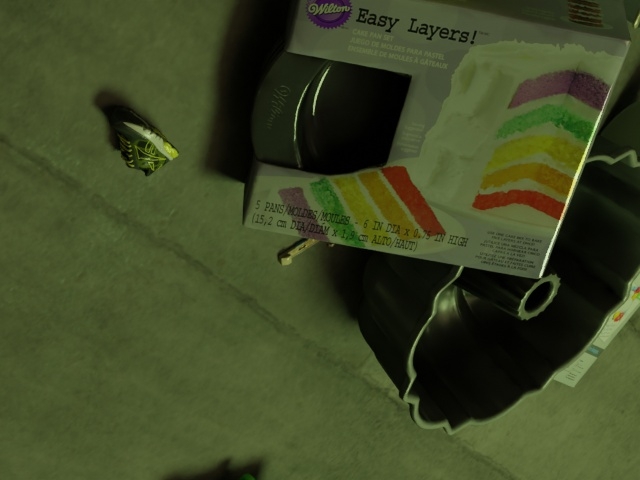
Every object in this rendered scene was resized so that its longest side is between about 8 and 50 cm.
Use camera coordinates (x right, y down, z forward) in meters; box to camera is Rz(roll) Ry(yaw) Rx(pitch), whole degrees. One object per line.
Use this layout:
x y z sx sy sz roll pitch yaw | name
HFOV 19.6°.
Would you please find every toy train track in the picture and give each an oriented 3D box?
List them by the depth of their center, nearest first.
0.000 0.000 1.634 0.083 0.014 0.048 -31 145 -23 | toy train track

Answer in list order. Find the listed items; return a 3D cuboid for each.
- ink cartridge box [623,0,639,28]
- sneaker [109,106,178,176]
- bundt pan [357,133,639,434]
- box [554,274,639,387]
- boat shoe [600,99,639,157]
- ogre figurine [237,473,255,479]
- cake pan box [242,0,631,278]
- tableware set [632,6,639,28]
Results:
0.360 -0.283 1.668 0.219 0.092 0.160 -11 134 -41 | ink cartridge box
-0.136 -0.070 1.380 0.035 0.031 0.083 -48 148 3 | sneaker
0.165 0.019 1.747 0.331 0.124 0.331 -31 144 -25 | bundt pan
0.298 0.070 2.041 0.186 0.038 0.145 -53 148 7 | box
0.314 -0.060 1.889 0.081 0.079 0.227 -17 144 -49 | boat shoe
-0.087 0.291 1.787 0.197 0.097 0.118 15 133 -39 | ogre figurine
0.079 -0.099 1.444 0.266 0.070 0.246 11 126 -8 | cake pan box
0.339 -0.232 1.593 0.154 0.024 0.104 -17 138 -35 | tableware set
